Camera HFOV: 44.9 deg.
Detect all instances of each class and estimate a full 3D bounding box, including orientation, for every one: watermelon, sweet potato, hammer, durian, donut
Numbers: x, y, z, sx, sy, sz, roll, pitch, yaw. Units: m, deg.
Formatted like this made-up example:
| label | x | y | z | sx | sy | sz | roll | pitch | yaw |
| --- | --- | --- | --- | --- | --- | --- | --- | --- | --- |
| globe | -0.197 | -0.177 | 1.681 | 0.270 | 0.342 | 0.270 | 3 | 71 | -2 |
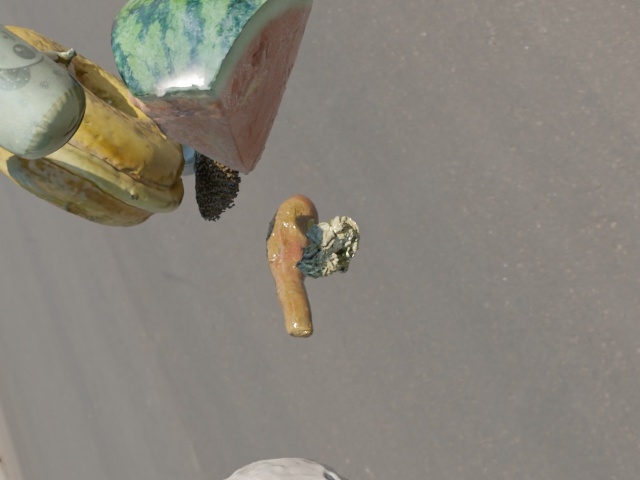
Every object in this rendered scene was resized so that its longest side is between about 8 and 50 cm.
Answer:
| label | x | y | z | sx | sy | sz | roll | pitch | yaw |
| --- | --- | --- | --- | --- | --- | --- | --- | --- | --- |
| watermelon | -0.117 | -0.247 | 1.075 | 0.250 | 0.292 | 0.283 | -29 | 36 | 32 |
| sweet potato | -0.059 | 0.040 | 1.559 | 0.385 | 0.109 | 0.109 | -87 | 16 | -45 |
| hammer | -0.349 | -0.197 | 0.918 | 0.113 | 0.202 | 0.305 | -51 | 9 | 13 |
| durian | -0.204 | -0.131 | 1.535 | 0.148 | 0.091 | 0.188 | -85 | -14 | -75 |
| donut | -0.430 | -0.194 | 1.359 | 0.198 | 0.449 | 0.449 | -51 | 52 | 11 |

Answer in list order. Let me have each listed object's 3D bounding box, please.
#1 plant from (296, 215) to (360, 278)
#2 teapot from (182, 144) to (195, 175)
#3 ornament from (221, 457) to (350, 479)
| label | x | y | z | sx | sy | sz | roll | pitch | yaw |
| --- | --- | --- | --- | --- | --- | --- | --- | --- | --- |
| plant | 0.000 | 0.000 | 1.289 | 0.122 | 0.116 | 0.104 | 41 | 135 | 37 |
| teapot | -0.297 | -0.201 | 1.612 | 0.092 | 0.226 | 0.145 | -117 | 26 | -62 |
| ornament | -0.053 | 0.484 | 1.156 | 0.337 | 0.337 | 0.337 | 25 | 121 | 51 |
